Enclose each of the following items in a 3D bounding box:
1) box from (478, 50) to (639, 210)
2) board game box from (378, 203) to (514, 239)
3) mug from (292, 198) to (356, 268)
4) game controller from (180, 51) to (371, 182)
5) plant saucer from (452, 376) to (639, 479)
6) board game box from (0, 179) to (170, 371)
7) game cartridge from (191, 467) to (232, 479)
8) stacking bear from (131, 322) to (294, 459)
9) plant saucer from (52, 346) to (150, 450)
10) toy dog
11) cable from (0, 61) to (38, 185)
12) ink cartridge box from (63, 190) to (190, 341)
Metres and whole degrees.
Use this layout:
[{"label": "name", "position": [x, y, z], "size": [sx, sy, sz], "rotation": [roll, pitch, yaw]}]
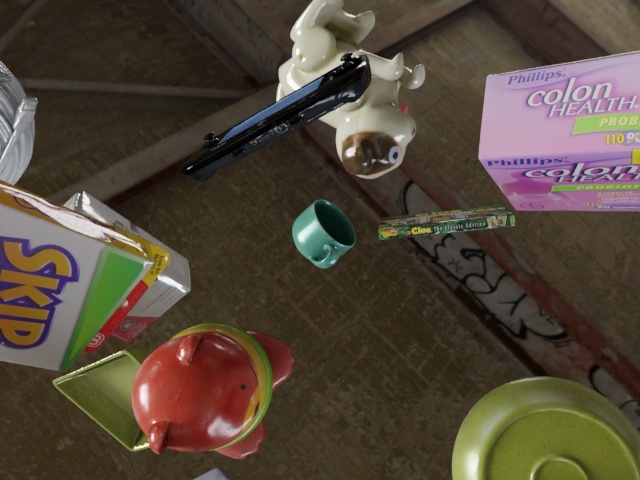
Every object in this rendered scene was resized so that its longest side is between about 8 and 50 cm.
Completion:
[{"label": "box", "position": [0.354, -0.125, 0.604], "size": [0.243, 0.213, 0.117], "rotation": [23, -107, -54]}, {"label": "board game box", "position": [0.255, -0.040, 0.947], "size": [0.259, 0.136, 0.030], "rotation": [-6, -81, 12]}, {"label": "mug", "position": [-0.004, -0.008, 0.994], "size": [0.129, 0.097, 0.158], "rotation": [51, -151, 0]}, {"label": "game controller", "position": [-0.068, -0.186, 0.687], "size": [0.067, 0.319, 0.166], "rotation": [61, -161, -15]}, {"label": "plant saucer", "position": [0.286, 0.292, 0.551], "size": [0.241, 0.037, 0.241], "rotation": [-1, -99, 9]}, {"label": "board game box", "position": [-0.233, 0.013, 0.280], "size": [0.259, 0.124, 0.039], "rotation": [29, -161, -45]}, {"label": "game cartridge", "position": [-0.111, 0.270, 0.267], "size": [0.196, 0.294, 0.060], "rotation": [-28, -77, -9]}, {"label": "stacking bear", "position": [-0.128, 0.173, 0.533], "size": [0.164, 0.289, 0.175], "rotation": [22, -106, 2]}, {"label": "plant saucer", "position": [-0.293, 0.246, 0.721], "size": [0.188, 0.188, 0.045], "rotation": [55, -153, -22]}, {"label": "toy dog", "position": [0.076, -0.353, 1.165], "size": [0.408, 0.395, 0.284], "rotation": [58, -159, 9]}, {"label": "cable", "position": [-0.511, -0.153, 0.571], "size": [0.257, 0.257, 0.089], "rotation": [14, -139, -31]}, {"label": "ink cartridge box", "position": [-0.345, 0.049, 0.731], "size": [0.218, 0.158, 0.092], "rotation": [43, -168, -37]}]
